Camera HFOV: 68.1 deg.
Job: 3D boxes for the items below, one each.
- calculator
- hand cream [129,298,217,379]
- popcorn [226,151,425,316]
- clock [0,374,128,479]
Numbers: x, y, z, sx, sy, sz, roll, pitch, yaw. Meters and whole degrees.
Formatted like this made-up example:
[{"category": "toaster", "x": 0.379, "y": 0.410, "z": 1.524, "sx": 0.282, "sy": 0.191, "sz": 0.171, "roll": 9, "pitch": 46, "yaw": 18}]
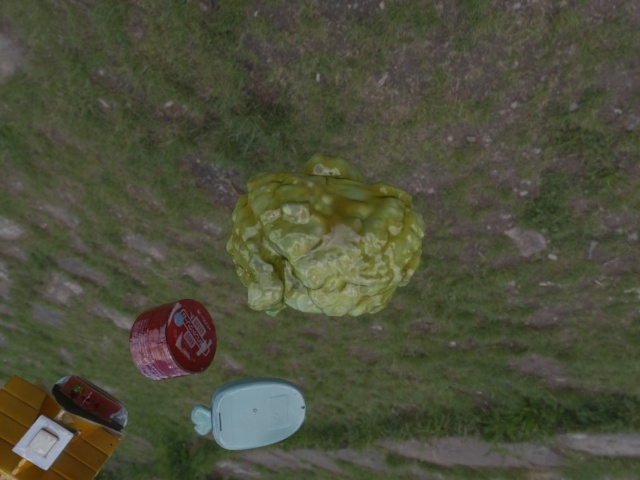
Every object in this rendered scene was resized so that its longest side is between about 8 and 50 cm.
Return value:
[{"category": "calculator", "x": -0.181, "y": 0.448, "z": 1.223, "sx": 0.295, "sy": 0.184, "sz": 0.042, "roll": -4, "pitch": -175, "yaw": -13}, {"category": "hand cream", "x": -0.426, "y": 0.290, "z": 1.379, "sx": 0.149, "sy": 0.230, "sz": 0.230, "roll": -18, "pitch": 136, "yaw": 21}, {"category": "popcorn", "x": 0.000, "y": 0.000, "z": 0.598, "sx": 0.256, "sy": 0.255, "sz": 0.195, "roll": 2, "pitch": 116, "yaw": 27}, {"category": "clock", "x": -0.387, "y": 0.297, "z": 0.626, "sx": 0.166, "sy": 0.235, "sz": 0.309, "roll": 36, "pitch": 155, "yaw": -6}]
